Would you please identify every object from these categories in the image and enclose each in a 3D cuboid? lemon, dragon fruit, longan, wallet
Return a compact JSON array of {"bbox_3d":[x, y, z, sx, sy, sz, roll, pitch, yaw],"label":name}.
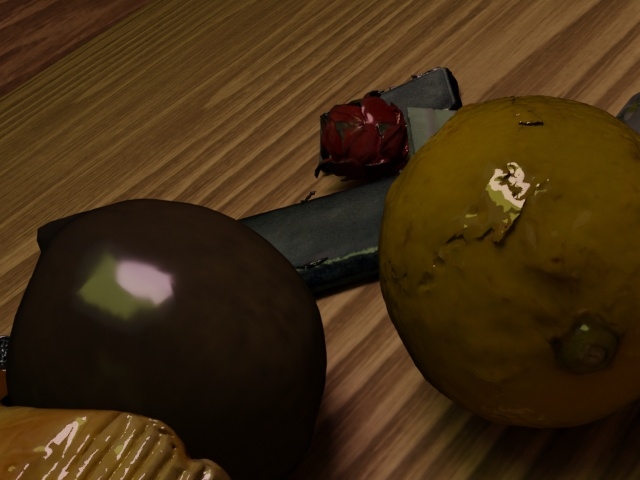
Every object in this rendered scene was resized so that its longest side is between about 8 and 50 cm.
[{"bbox_3d":[0.168,0.011,0.688,0.260,0.260,0.284,-14,45,21],"label":"lemon"},{"bbox_3d":[0.060,-0.133,1.148,0.142,0.121,0.130,22,30,35],"label":"dragon fruit"},{"bbox_3d":[-0.143,0.099,0.768,0.288,0.288,0.350,-38,23,-20],"label":"longan"},{"bbox_3d":[0.100,-0.179,1.273,0.222,0.036,0.167,-21,30,12],"label":"wallet"},{"bbox_3d":[0.000,0.000,1.046,0.379,0.046,0.191,-18,31,14],"label":"wallet"}]

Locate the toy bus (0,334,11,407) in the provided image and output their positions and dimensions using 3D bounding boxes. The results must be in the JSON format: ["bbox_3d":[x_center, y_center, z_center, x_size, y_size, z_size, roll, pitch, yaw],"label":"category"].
[{"bbox_3d":[-0.376,0.194,0.961,0.201,0.114,0.098,-42,3,-26],"label":"toy bus"}]

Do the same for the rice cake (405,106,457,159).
[{"bbox_3d":[0.187,-0.101,1.011,0.189,0.037,0.198,6,33,8],"label":"rice cake"}]

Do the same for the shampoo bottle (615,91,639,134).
[{"bbox_3d":[0.307,-0.077,0.904,0.072,0.072,0.214,7,43,45],"label":"shampoo bottle"}]

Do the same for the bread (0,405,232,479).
[{"bbox_3d":[-0.177,0.206,0.588,0.250,0.179,0.133,7,39,22],"label":"bread"}]
